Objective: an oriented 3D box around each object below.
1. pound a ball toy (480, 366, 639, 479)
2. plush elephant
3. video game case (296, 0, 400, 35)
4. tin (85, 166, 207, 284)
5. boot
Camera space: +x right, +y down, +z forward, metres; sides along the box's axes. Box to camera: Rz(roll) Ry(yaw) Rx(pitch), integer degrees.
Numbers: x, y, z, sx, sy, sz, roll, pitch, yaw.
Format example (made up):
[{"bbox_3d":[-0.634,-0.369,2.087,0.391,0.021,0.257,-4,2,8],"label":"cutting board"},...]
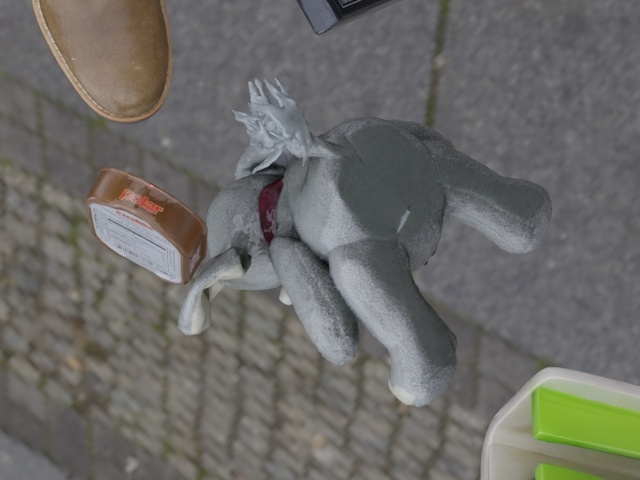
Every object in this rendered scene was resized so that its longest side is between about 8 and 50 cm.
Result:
[{"bbox_3d":[0.285,0.179,1.465,0.319,0.208,0.136,15,141,-17],"label":"pound a ball toy"},{"bbox_3d":[0.000,0.000,1.828,0.330,0.272,0.255,38,148,-15],"label":"plush elephant"},{"bbox_3d":[0.015,-0.322,1.685,0.035,0.275,0.248,-29,91,37],"label":"video game case"},{"bbox_3d":[-0.151,-0.009,1.664,0.106,0.040,0.189,25,165,3],"label":"tin"},{"bbox_3d":[-0.188,-0.248,1.610,0.115,0.112,0.305,-178,75,-73],"label":"boot"}]
